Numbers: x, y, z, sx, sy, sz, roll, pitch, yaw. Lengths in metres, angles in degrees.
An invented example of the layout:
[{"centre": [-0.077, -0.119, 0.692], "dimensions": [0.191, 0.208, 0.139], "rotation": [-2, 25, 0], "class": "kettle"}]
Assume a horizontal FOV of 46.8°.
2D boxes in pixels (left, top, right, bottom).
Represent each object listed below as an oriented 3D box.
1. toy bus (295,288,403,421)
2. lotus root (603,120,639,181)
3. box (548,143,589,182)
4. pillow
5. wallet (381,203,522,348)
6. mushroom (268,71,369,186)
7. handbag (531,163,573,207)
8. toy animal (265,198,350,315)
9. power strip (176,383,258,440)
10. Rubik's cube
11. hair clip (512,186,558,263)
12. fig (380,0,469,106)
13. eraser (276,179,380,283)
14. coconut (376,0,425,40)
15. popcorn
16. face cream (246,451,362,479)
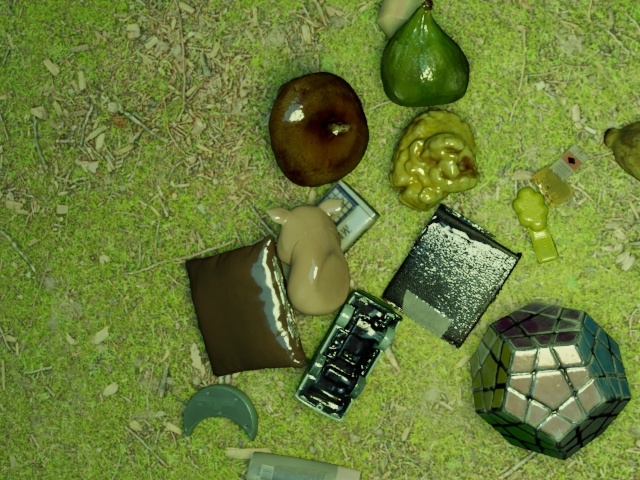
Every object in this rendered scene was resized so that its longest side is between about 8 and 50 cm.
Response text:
[{"centre": [0.062, 0.249, 1.674], "dimensions": [0.133, 0.165, 0.276], "rotation": [30, 98, -2], "class": "toy bus"}, {"centre": [0.694, -0.183, 1.541], "dimensions": [0.214, 0.138, 0.138], "rotation": [21, 95, 24], "class": "lotus root"}, {"centre": [0.544, -0.170, 1.617], "dimensions": [0.083, 0.012, 0.046], "rotation": [-41, 80, -12], "class": "box"}, {"centre": [-0.187, 0.163, 1.732], "dimensions": [0.305, 0.108, 0.308], "rotation": [-14, 91, 38], "class": "pillow"}, {"centre": [0.293, 0.080, 1.673], "dimensions": [0.221, 0.071, 0.262], "rotation": [33, 101, 7], "class": "wallet"}, {"centre": [-0.016, -0.244, 1.673], "dimensions": [0.267, 0.254, 0.267], "rotation": [1, 87, -24], "class": "mushroom"}, {"centre": [0.507, -0.120, 1.621], "dimensions": [0.061, 0.027, 0.083], "rotation": [-30, 80, -18], "class": "handbag"}, {"centre": [-0.019, 0.041, 1.612], "dimensions": [0.166, 0.154, 0.250], "rotation": [-9, 83, -29], "class": "toy animal"}, {"centre": [-0.257, 0.420, 1.815], "dimensions": [0.216, 0.044, 0.137], "rotation": [2, 90, 14], "class": "power strip"}, {"centre": [0.465, 0.285, 1.518], "dimensions": [0.264, 0.319, 0.319], "rotation": [-32, 82, 37], "class": "Rubik's cube"}, {"centre": [0.474, -0.034, 1.632], "dimensions": [0.072, 0.046, 0.173], "rotation": [-16, 84, 10], "class": "hair clip"}, {"centre": [0.220, -0.410, 1.589], "dimensions": [0.203, 0.203, 0.235], "rotation": [1, 123, 14], "class": "fig"}, {"centre": [0.000, 0.000, 1.732], "dimensions": [0.124, 0.081, 0.279], "rotation": [45, 100, 11], "class": "eraser"}, {"centre": [0.188, -0.504, 1.672], "dimensions": [0.116, 0.116, 0.122], "rotation": [17, 88, 14], "class": "coconut"}, {"centre": [0.248, -0.179, 1.611], "dimensions": [0.226, 0.203, 0.200], "rotation": [-36, 91, -7], "class": "popcorn"}, {"centre": [-0.038, 0.569, 1.744], "dimensions": [0.269, 0.073, 0.107], "rotation": [7, 97, 14], "class": "face cream"}]
